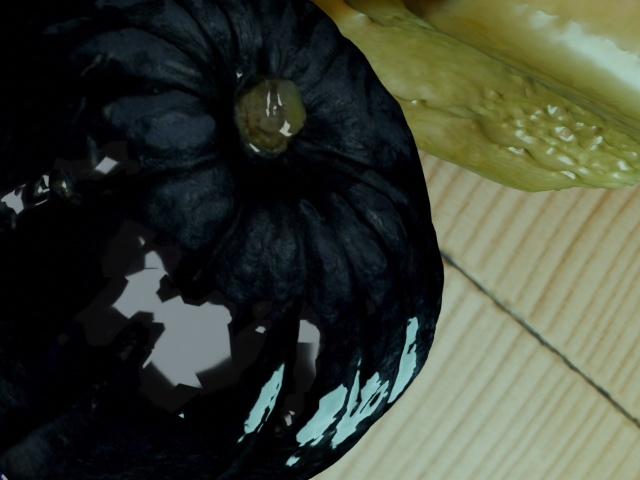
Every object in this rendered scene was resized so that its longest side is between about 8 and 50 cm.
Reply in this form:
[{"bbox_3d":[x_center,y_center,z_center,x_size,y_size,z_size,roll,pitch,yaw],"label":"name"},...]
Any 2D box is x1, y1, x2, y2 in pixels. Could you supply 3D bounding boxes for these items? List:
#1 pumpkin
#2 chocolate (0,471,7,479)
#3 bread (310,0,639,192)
[{"bbox_3d":[-0.098,-0.008,0.861,0.363,0.363,0.266,29,134,-31],"label":"pumpkin"},{"bbox_3d":[-0.256,0.033,1.035,0.126,0.148,0.343,6,100,14],"label":"chocolate"},{"bbox_3d":[0.126,-0.211,1.001,0.394,0.361,0.250,20,75,-28],"label":"bread"}]
